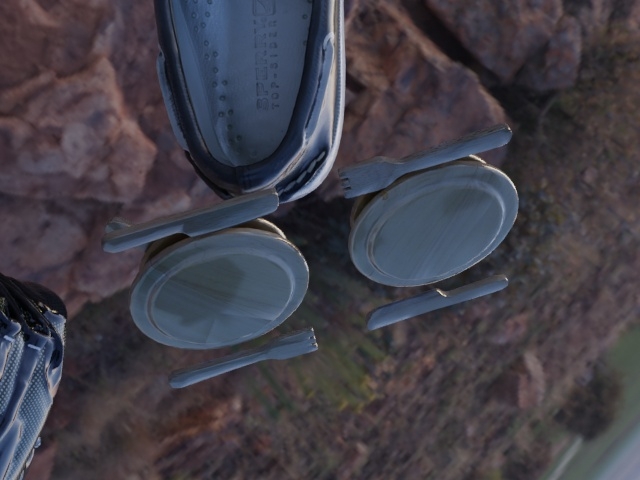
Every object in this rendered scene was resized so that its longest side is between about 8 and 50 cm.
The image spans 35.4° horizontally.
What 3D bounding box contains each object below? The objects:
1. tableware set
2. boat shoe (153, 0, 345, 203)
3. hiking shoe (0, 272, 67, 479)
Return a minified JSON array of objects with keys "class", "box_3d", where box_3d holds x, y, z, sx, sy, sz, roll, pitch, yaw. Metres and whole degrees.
[{"class":"tableware set","box_3d":[0.000,0.000,0.492,0.194,0.039,0.128,-16,141,-4]},{"class":"boat shoe","box_3d":[-0.033,-0.169,0.503,0.114,0.302,0.091,-8,179,6]},{"class":"hiking shoe","box_3d":[-0.143,0.035,0.350,0.114,0.086,0.226,-58,167,-45]}]
